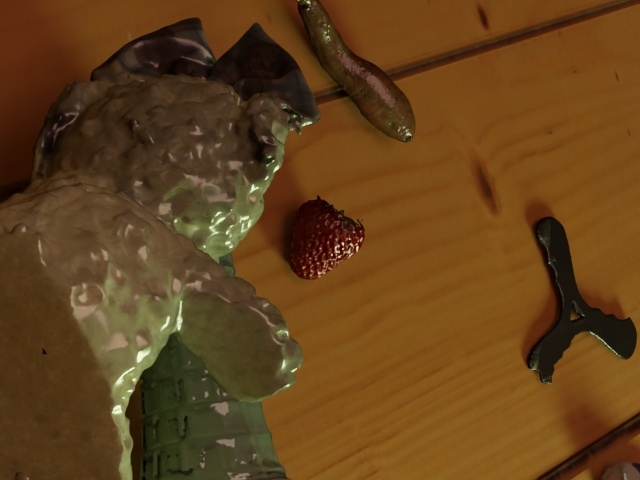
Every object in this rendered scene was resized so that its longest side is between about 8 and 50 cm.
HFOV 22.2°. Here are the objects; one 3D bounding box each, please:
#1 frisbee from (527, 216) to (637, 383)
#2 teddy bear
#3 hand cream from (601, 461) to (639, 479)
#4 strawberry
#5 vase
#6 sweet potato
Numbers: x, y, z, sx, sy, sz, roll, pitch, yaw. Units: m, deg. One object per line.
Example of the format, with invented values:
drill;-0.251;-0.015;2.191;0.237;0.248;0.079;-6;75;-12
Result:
frisbee;0.283;0.091;1.888;0.211;0.012;0.187;56;49;-16
teddy bear;-0.150;0.044;1.322;0.362;0.327;0.375;-41;137;-58
hand cream;0.370;0.291;1.889;0.142;0.053;0.084;28;59;-46
strawberry;0.000;0.000;1.622;0.073;0.073;0.083;35;92;-31
vase;-0.115;0.083;1.437;0.143;0.143;0.298;1;74;-43
sweet potato;0.030;-0.185;1.703;0.214;0.050;0.050;48;50;-25
